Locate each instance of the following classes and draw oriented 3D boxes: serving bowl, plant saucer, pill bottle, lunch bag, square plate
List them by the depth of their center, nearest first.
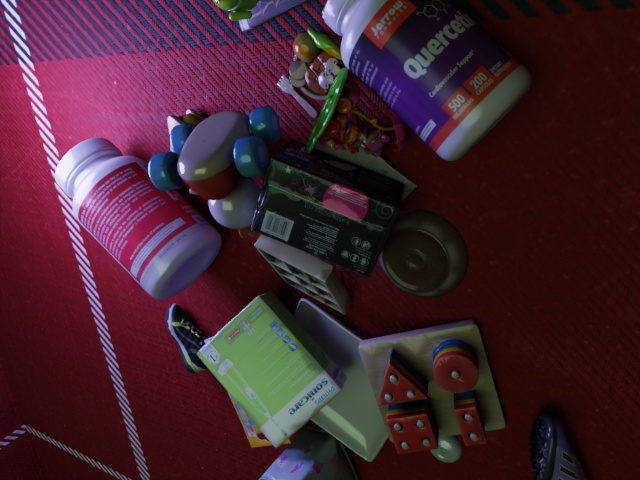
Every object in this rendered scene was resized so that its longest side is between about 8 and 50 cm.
[{"bbox_3d":[0.160,-0.294,0.791,0.323,0.181,0.181,45,127,6],"label":"pill bottle"},{"bbox_3d":[0.199,0.035,1.011,0.198,0.036,0.199,13,117,26],"label":"plant saucer"},{"bbox_3d":[0.293,0.494,1.168,0.083,0.027,0.083,13,117,27],"label":"serving bowl"},{"bbox_3d":[0.050,0.349,1.238,0.347,0.049,0.344,32,125,16],"label":"square plate"},{"bbox_3d":[-0.467,-0.064,1.255,0.407,0.229,0.229,43,127,7],"label":"pill bottle"},{"bbox_3d":[-0.015,0.675,1.319,0.160,0.223,0.262,-7,110,40],"label":"lunch bag"}]

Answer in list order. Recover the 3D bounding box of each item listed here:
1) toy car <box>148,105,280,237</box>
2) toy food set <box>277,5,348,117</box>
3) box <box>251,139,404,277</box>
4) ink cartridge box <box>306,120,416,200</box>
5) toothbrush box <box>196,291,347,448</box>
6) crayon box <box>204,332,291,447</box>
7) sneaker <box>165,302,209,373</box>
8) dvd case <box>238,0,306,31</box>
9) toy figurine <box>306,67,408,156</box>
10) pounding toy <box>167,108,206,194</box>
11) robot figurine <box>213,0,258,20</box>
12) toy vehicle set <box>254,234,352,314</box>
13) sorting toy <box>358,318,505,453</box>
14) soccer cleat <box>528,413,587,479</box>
[{"bbox_3d":[-0.176,-0.117,1.001,0.219,0.210,0.238,-7,131,17],"label":"toy car"},{"bbox_3d":[-0.008,-0.340,0.963,0.132,0.038,0.192,46,127,6],"label":"toy food set"},{"bbox_3d":[0.017,-0.065,0.954,0.247,0.142,0.163,22,119,4],"label":"box"},{"bbox_3d":[0.060,-0.130,1.025,0.224,0.056,0.181,34,127,-9],"label":"ink cartridge box"},{"bbox_3d":[-0.110,0.293,1.154,0.206,0.122,0.283,-44,82,6],"label":"toothbrush box"},{"bbox_3d":[-0.173,0.378,1.317,0.203,0.083,0.323,-31,82,46],"label":"crayon box"},{"bbox_3d":[-0.377,0.286,1.472,0.097,0.084,0.235,-17,104,11],"label":"sneaker"},{"bbox_3d":[-0.096,-0.524,0.946,0.221,0.018,0.165,-9,107,35],"label":"dvd case"},{"bbox_3d":[0.078,-0.201,0.896,0.159,0.130,0.173,21,134,-12],"label":"toy figurine"},{"bbox_3d":[-0.239,-0.198,1.099,0.269,0.155,0.154,33,127,11],"label":"pounding toy"},{"bbox_3d":[-0.160,-0.469,0.926,0.067,0.115,0.101,9,116,29],"label":"robot figurine"},{"bbox_3d":[-0.028,0.078,1.062,0.166,0.035,0.267,26,166,20],"label":"toy vehicle set"},{"bbox_3d":[0.233,0.322,1.041,0.257,0.089,0.256,-15,104,18],"label":"sorting toy"},{"bbox_3d":[0.498,0.490,1.007,0.116,0.109,0.318,-5,108,12],"label":"soccer cleat"}]
